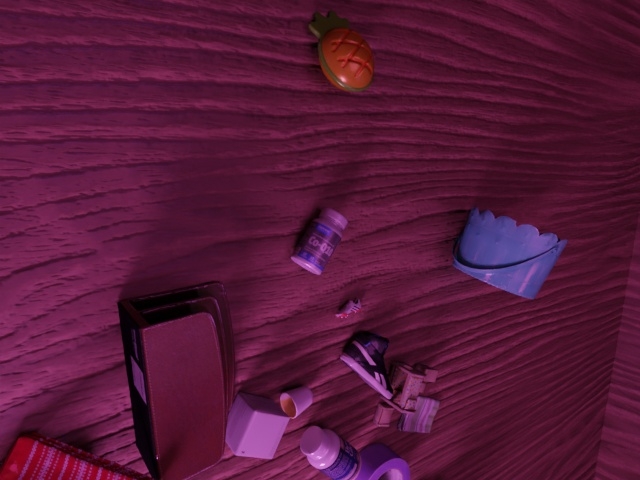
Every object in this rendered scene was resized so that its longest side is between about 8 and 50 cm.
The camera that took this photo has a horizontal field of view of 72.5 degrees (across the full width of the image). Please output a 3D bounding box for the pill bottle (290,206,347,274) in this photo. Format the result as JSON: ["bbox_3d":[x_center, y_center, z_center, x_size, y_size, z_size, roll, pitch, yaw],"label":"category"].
[{"bbox_3d":[0.000,0.000,0.972,0.078,0.078,0.137,38,78,-35],"label":"pill bottle"}]

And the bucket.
[{"bbox_3d":[0.520,0.032,1.236,0.281,0.281,0.183,15,100,-37],"label":"bucket"}]

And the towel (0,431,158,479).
[{"bbox_3d":[-0.397,0.443,0.682,0.274,0.031,0.199,18,64,4],"label":"towel"}]

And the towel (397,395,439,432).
[{"bbox_3d":[0.308,0.537,1.343,0.152,0.023,0.113,24,87,-37],"label":"towel"}]

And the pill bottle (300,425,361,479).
[{"bbox_3d":[0.024,0.535,1.096,0.094,0.094,0.169,-51,124,-16],"label":"pill bottle"}]

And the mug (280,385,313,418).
[{"bbox_3d":[-0.056,0.379,1.038,0.064,0.078,0.062,-16,77,-41],"label":"mug"}]

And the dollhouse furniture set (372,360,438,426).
[{"bbox_3d":[0.263,0.453,1.239,0.160,0.101,0.182,16,90,-34],"label":"dollhouse furniture set"}]

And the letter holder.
[{"bbox_3d":[-0.233,0.252,0.819,0.214,0.152,0.302,-10,106,-35],"label":"letter holder"}]

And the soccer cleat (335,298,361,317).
[{"bbox_3d":[0.069,0.169,1.091,0.083,0.029,0.036,-12,98,-36],"label":"soccer cleat"}]

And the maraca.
[{"bbox_3d":[0.046,-0.395,0.911,0.127,0.099,0.186,-24,88,-35],"label":"maraca"}]

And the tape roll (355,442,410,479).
[{"bbox_3d":[0.160,0.683,1.236,0.189,0.080,0.189,-9,106,-34],"label":"tape roll"}]

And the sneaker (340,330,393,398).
[{"bbox_3d":[0.156,0.322,1.152,0.121,0.079,0.217,-51,122,-14],"label":"sneaker"}]

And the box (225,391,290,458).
[{"bbox_3d":[-0.143,0.403,0.953,0.102,0.087,0.101,28,83,-36],"label":"box"}]
